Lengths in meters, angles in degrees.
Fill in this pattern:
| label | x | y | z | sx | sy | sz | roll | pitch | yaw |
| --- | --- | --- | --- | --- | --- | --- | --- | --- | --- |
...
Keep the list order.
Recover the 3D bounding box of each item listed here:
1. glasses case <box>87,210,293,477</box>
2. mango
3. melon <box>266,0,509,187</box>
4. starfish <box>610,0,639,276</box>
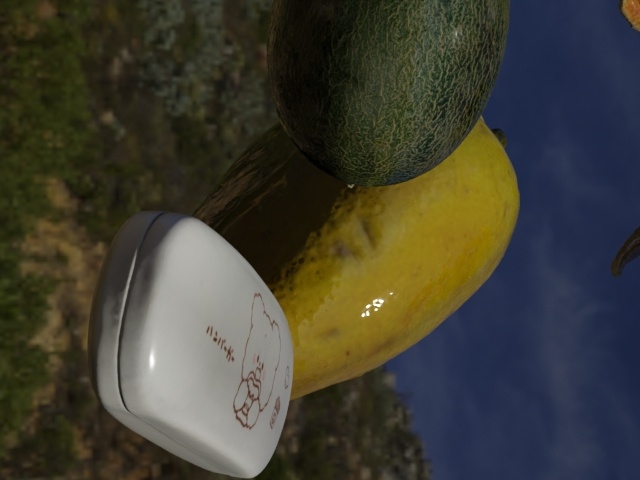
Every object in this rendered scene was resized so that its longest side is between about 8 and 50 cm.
| label | x | y | z | sx | sy | sz | roll | pitch | yaw |
| --- | --- | --- | --- | --- | --- | --- | --- | --- | --- |
| glasses case | -0.046 | 0.047 | 0.530 | 0.193 | 0.049 | 0.074 | 64 | 35 | -69 |
| mango | 0.000 | 0.000 | 1.010 | 0.253 | 0.365 | 0.182 | -7 | -66 | 52 |
| melon | 0.032 | -0.096 | 0.639 | 0.114 | 0.114 | 0.167 | 53 | -42 | 48 |
| starfish | 0.415 | -0.168 | 1.290 | 0.132 | 0.384 | 0.398 | 47 | -35 | 37 |
